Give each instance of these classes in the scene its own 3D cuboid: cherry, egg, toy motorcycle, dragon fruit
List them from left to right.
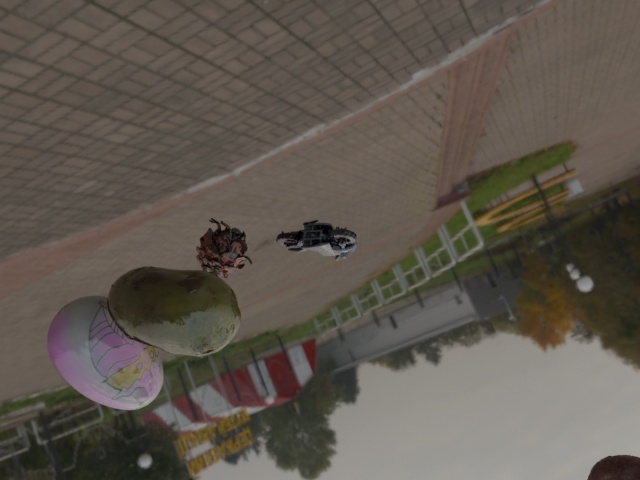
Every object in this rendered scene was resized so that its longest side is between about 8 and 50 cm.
[{"bbox_3d":[-0.442,0.239,1.443,0.196,0.271,0.196,-40,-174,5],"label":"egg"},{"bbox_3d":[-0.238,0.024,1.669,0.142,0.121,0.130,-34,139,22],"label":"dragon fruit"},{"bbox_3d":[0.000,0.000,1.742,0.215,0.080,0.122,-4,156,26],"label":"toy motorcycle"},{"bbox_3d":[0.843,0.674,1.876,0.249,0.175,0.192,-41,-169,50],"label":"cherry"}]

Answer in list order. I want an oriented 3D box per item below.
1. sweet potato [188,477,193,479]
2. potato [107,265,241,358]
[{"bbox_3d":[-0.418,0.802,2.012,0.051,0.065,0.218,88,28,-63],"label":"sweet potato"},{"bbox_3d":[-0.270,0.125,1.239,0.262,0.165,0.165,4,180,20],"label":"potato"}]
